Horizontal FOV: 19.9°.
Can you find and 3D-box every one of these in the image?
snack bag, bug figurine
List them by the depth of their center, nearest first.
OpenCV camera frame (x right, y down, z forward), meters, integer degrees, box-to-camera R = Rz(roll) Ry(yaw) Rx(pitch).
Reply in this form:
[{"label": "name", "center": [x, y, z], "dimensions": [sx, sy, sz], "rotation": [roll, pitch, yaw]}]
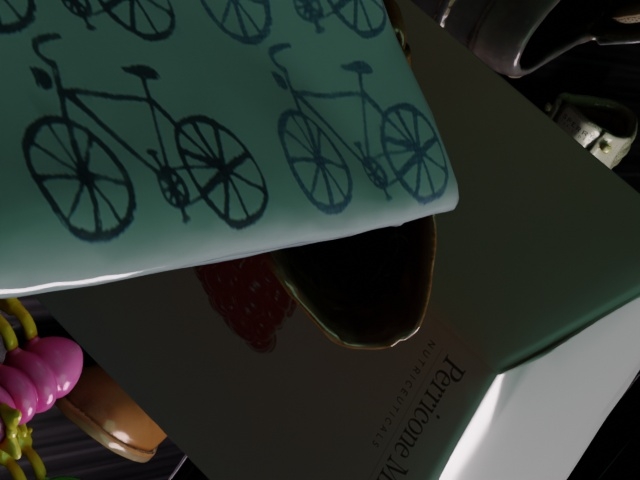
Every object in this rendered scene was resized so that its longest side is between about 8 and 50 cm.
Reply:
[{"label": "snack bag", "center": [-0.106, -0.145, 0.433], "dimensions": [0.037, 0.342, 0.323], "rotation": [-27, 171, 30]}, {"label": "bug figurine", "center": [-0.203, 0.149, 0.974], "dimensions": [0.216, 0.072, 0.279], "rotation": [-41, 146, -39]}]

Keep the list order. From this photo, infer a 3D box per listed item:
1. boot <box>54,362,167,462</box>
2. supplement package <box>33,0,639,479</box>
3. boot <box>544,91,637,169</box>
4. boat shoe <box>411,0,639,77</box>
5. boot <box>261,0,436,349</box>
[{"label": "boot", "center": [-0.078, 0.054, 1.132], "dimensions": [0.152, 0.073, 0.197], "rotation": [-52, 168, 14]}, {"label": "supplement package", "center": [0.000, 0.000, 0.882], "dimensions": [0.175, 0.293, 0.177], "rotation": [-23, 147, -45]}, {"label": "boot", "center": [0.157, -0.030, 1.396], "dimensions": [0.213, 0.077, 0.165], "rotation": [-22, 148, -55]}, {"label": "boat shoe", "center": [0.181, -0.178, 1.117], "dimensions": [0.355, 0.130, 0.132], "rotation": [-30, 152, -35]}, {"label": "boot", "center": [-0.035, -0.111, 0.659], "dimensions": [0.109, 0.220, 0.283], "rotation": [-17, 130, 2]}]
